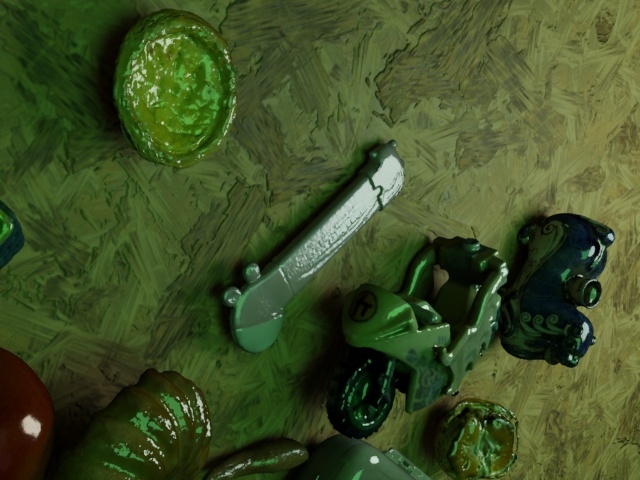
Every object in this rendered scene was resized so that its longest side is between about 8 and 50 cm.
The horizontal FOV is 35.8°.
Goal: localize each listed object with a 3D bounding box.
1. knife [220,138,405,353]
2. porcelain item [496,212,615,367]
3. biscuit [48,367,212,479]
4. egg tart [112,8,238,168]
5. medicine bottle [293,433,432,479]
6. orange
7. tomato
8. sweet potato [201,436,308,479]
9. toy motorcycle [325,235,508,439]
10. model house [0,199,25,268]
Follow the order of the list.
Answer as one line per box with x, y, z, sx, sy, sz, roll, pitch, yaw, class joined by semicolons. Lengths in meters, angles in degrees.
0.000;0.000;1.444;0.398;0.038;0.132;-45;131;-26;knife
0.427;0.085;1.770;0.138;0.186;0.288;43;72;-40;porcelain item
-0.234;0.310;1.183;0.325;0.107;0.325;-53;164;-22;biscuit
-0.181;-0.183;1.192;0.191;0.074;0.191;-13;110;-40;egg tart
0.075;0.484;1.601;0.375;0.123;0.282;46;69;-42;medicine bottle
0.268;0.349;1.753;0.160;0.112;0.170;-45;106;-10;orange
-0.400;0.230;1.041;0.260;0.180;0.259;-16;116;-37;tomato
-0.100;0.324;1.437;0.214;0.050;0.050;-5;106;-45;sweet potato
0.156;0.137;1.550;0.410;0.169;0.237;-26;125;-42;toy motorcycle
-0.401;-0.007;0.962;0.214;0.189;0.195;-44;131;-23;model house
